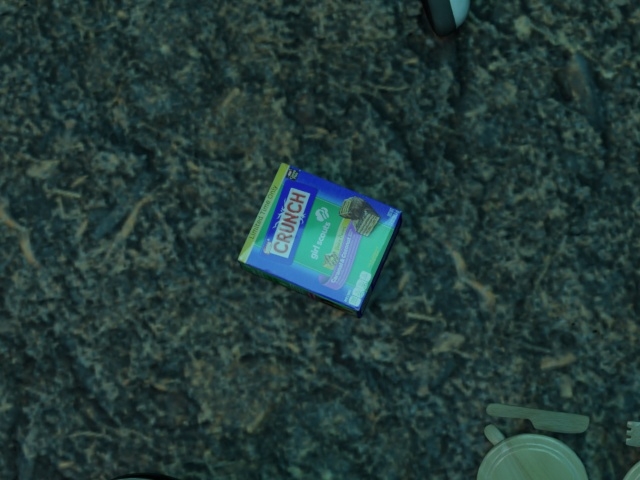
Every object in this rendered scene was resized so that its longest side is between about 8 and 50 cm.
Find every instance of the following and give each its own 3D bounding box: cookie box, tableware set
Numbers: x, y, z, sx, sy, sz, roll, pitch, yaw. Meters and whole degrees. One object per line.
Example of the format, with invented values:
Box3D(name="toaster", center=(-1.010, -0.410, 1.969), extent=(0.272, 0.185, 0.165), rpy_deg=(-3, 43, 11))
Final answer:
Box3D(name="cookie box", center=(0.000, 0.000, 1.423), extent=(0.107, 0.040, 0.092), rpy_deg=(22, 78, 8))
Box3D(name="tableware set", center=(0.218, 0.194, 1.361), extent=(0.194, 0.039, 0.128), rpy_deg=(6, 101, 9))

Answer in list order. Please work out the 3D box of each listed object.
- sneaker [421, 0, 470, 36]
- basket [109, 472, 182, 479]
Box3D(name="sneaker", center=(0.141, -0.307, 1.474), extent=(0.145, 0.090, 0.270), rpy_deg=(-7, 73, 2))
Box3D(name="basket", center=(-0.121, 0.249, 1.266), extent=(0.154, 0.227, 0.204), rpy_deg=(-31, 77, -6))
